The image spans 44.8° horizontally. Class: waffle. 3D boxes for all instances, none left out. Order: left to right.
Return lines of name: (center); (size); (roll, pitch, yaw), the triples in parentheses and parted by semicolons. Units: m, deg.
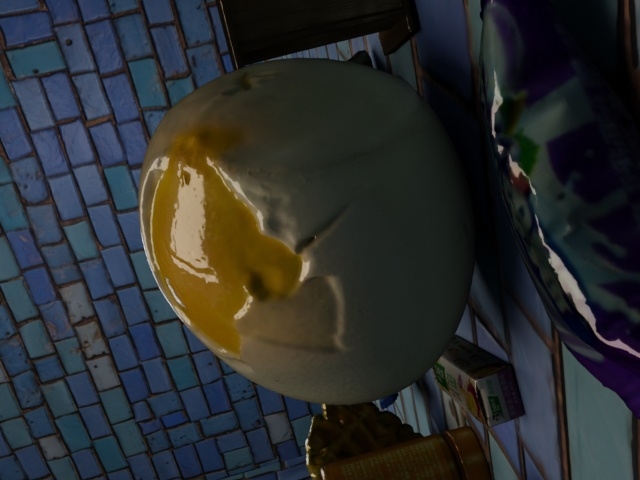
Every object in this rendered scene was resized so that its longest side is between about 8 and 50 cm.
waffle: (0.101, 0.365, 1.112); (0.325, 0.068, 0.302); (29, -147, -35)

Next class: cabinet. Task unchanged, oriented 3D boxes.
cabinet: (-0.023, -0.276, 0.756); (0.148, 0.175, 0.215); (-137, 34, -82)

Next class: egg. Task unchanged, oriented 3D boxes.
egg: (0.000, 0.000, 0.700); (0.283, 0.283, 0.345); (-111, -3, -53)

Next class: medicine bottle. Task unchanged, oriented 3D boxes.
medicine bottle: (0.103, 0.296, 0.944); (0.096, 0.192, 0.096); (166, 90, -84)

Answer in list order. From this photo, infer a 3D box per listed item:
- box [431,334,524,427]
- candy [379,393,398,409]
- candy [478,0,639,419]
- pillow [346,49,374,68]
box: (0.152, 0.140, 0.802); (0.207, 0.041, 0.049); (-163, 55, -85)
candy: (0.085, 0.113, 1.302); (0.187, 0.077, 0.331); (93, 164, -68)
candy: (0.131, -0.025, 0.409); (0.145, 0.070, 0.275); (62, -171, -73)
pillow: (0.029, -0.094, 0.907); (0.208, 0.052, 0.212); (-44, -53, -50)
